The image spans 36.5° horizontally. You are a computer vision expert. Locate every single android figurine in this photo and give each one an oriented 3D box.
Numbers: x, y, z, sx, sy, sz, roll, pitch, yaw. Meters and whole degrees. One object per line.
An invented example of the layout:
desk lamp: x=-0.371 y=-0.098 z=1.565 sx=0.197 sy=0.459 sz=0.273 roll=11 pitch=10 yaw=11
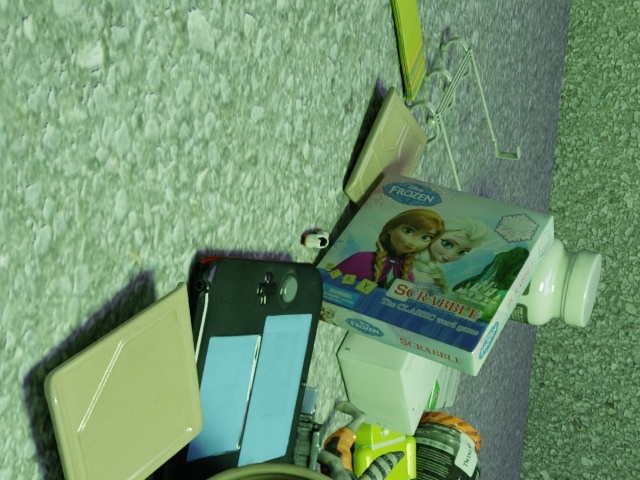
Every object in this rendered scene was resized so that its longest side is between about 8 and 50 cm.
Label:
android figurine: x=0.132 y=0.455 z=2.010 sx=0.248 sy=0.056 sz=0.273 roll=10 pitch=77 yaw=-61

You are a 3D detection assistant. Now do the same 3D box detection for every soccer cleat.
soccer cleat: x=0.000 y=0.000 z=1.582 sx=0.083 sy=0.035 sz=0.029 roll=-7 pitch=108 yaw=-66

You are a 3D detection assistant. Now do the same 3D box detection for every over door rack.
over door rack: x=0.287 y=-0.221 z=2.014 sx=0.324 sy=0.108 sz=0.239 roll=57 pitch=46 yaw=-32

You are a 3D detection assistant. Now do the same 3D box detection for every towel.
towel: x=0.164 y=-0.381 z=1.803 sx=0.237 sy=0.021 sz=0.102 roll=75 pitch=29 yaw=-46

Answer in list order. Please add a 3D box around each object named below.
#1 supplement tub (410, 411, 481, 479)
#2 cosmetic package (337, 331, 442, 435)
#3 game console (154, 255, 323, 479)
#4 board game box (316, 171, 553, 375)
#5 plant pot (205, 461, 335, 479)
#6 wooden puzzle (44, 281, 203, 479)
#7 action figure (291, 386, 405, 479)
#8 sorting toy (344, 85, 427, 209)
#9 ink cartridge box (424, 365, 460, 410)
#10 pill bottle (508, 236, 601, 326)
supplement tub: x=0.236 y=0.572 z=2.192 sx=0.338 sy=0.207 sz=0.207 roll=-62 pitch=152 yaw=-33
cosmetic package: x=0.150 y=0.220 z=1.911 sx=0.224 sy=0.138 sz=0.225 roll=-61 pitch=150 yaw=-35
game console: x=-0.111 y=0.216 z=1.404 sx=0.342 sy=0.060 sz=0.386 roll=7 pitch=94 yaw=-67
board game box: x=0.179 y=0.041 z=1.611 sx=0.318 sy=0.318 sz=0.066 roll=-53 pitch=147 yaw=-34
plant pot: x=-0.054 y=0.461 z=1.301 sx=0.280 sy=0.323 sz=0.323 roll=73 pitch=33 yaw=-77
wooden puzzle: x=-0.224 y=0.189 z=1.127 sx=0.238 sy=0.044 sz=0.221 roll=-41 pitch=137 yaw=-48
action figure: x=0.034 y=0.404 z=1.693 sx=0.330 sy=0.178 sz=0.341 roll=-46 pitch=145 yaw=-67
sorting toy: x=0.099 y=-0.101 z=1.771 sx=0.307 sy=0.041 sz=0.229 roll=-66 pitch=152 yaw=-12
ink cartridge box: x=0.261 y=0.313 z=2.275 sx=0.208 sy=0.087 sz=0.153 roll=20 pitch=83 yaw=-66
pill bottle: x=0.442 y=0.078 z=2.225 sx=0.210 sy=0.363 sz=0.210 roll=12 pitch=90 yaw=-67
